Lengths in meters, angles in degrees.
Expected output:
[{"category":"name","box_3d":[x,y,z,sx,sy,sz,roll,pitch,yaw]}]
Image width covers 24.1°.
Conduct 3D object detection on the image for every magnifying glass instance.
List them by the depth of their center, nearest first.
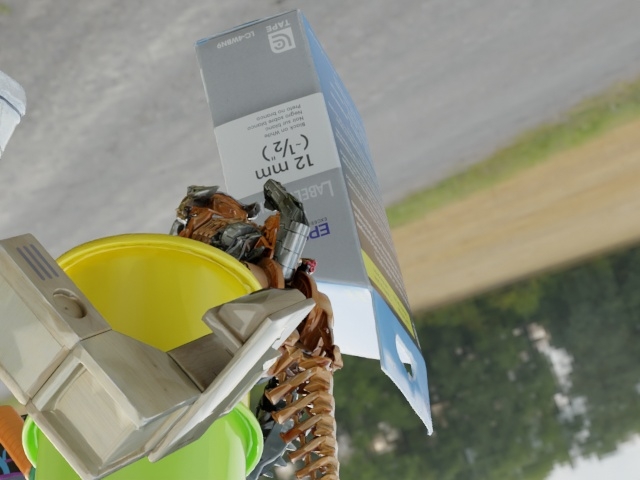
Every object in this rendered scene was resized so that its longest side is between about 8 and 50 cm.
[{"category":"magnifying glass","box_3d":[-0.225,0.209,1.267,0.092,0.026,0.231,-4,-152,-36]}]

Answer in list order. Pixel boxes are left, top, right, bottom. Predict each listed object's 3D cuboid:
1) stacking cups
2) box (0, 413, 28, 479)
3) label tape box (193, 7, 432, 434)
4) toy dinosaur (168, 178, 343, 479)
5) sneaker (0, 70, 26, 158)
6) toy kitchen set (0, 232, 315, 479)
[{"category":"stacking cups","box_3d":[-0.071,0.145,0.501,0.096,0.316,0.096,1,140,1]},{"category":"box","box_3d":[-0.343,0.232,1.595,0.162,0.029,0.116,-11,-152,-6]},{"category":"label tape box","box_3d":[0.000,0.000,1.380,0.115,0.347,0.249,-16,158,9]},{"category":"toy dinosaur","box_3d":[-0.065,0.074,1.026,0.218,0.164,0.322,-58,-169,13]},{"category":"sneaker","box_3d":[-0.359,-0.139,1.322,0.094,0.091,0.258,-3,158,35]},{"category":"toy kitchen set","box_3d":[-0.054,0.020,0.479,0.068,0.075,0.083,-49,166,25]}]
